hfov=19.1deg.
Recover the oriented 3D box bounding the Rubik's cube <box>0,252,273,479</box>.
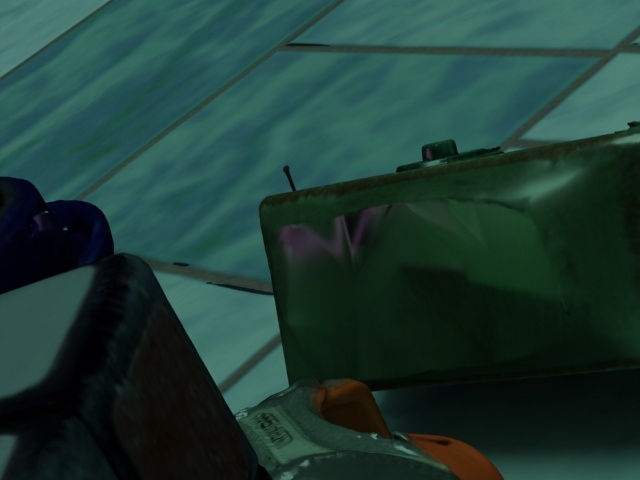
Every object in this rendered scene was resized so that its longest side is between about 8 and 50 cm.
[{"bbox_3d":[-0.150,0.234,0.632,0.301,0.305,0.304,-19,23,20],"label":"Rubik's cube"}]

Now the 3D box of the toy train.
[{"bbox_3d":[0.116,0.004,0.980,0.326,0.129,0.159,-8,5,40],"label":"toy train"}]

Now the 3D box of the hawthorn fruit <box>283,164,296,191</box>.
[{"bbox_3d":[0.000,0.000,1.185,0.066,0.103,0.067,-28,29,17],"label":"hawthorn fruit"}]

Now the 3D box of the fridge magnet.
[{"bbox_3d":[-0.271,0.045,1.357,0.265,0.113,0.265,-23,22,10],"label":"fridge magnet"}]

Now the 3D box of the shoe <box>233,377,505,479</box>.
[{"bbox_3d":[-0.041,0.128,0.952,0.336,0.132,0.171,0,31,42],"label":"shoe"}]
